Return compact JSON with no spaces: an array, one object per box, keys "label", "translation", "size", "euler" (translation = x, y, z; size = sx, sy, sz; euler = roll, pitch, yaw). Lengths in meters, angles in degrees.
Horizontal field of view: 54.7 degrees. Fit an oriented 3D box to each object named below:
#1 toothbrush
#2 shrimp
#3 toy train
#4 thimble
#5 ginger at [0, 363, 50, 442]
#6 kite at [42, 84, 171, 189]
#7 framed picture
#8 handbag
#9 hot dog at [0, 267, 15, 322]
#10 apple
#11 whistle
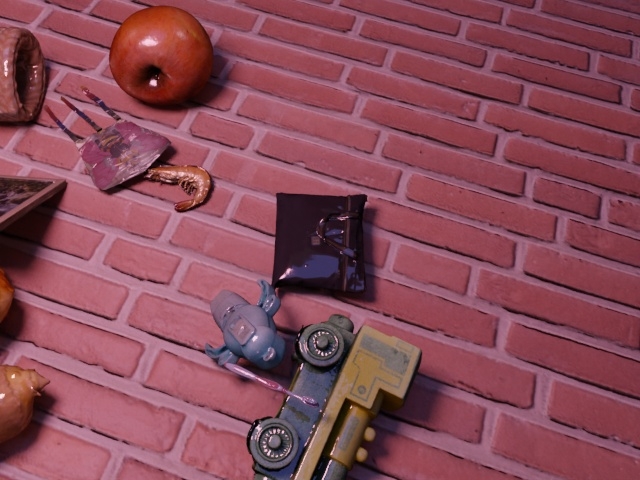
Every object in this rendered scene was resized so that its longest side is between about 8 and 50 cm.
[{"label":"toothbrush","translation":[-0.088,0.248,1.072],"size":[0.193,0.019,0.013],"euler":[18,61,23]},{"label":"shrimp","translation":[-0.344,-0.122,1.443],"size":[0.178,0.034,0.124],"euler":[1,65,-5]},{"label":"toy train","translation":[0.018,0.320,1.130],"size":[0.237,0.150,0.369],"euler":[25,62,5]},{"label":"thimble","translation":[-0.772,-0.402,1.500],"size":[0.148,0.196,0.229],"euler":[1,88,1]},{"label":"ginger","translation":[-0.626,0.304,1.105],"size":[0.267,0.152,0.138],"euler":[-5,30,-26]},{"label":"kite","translation":[-0.531,-0.264,1.513],"size":[0.204,0.022,0.360],"euler":[-38,63,-18]},{"label":"framed picture","translation":[-0.713,-0.087,1.298],"size":[0.240,0.020,0.324],"euler":[5,22,1]},{"label":"handbag","translation":[0.000,0.000,1.352],"size":[0.211,0.089,0.254],"euler":[-1,59,3]},{"label":"hot dog","translation":[-0.719,0.088,1.219],"size":[0.256,0.153,0.150],"euler":[39,75,1]},{"label":"apple","translation":[-0.393,-0.462,1.537],"size":[0.253,0.253,0.254],"euler":[1,59,-2]},{"label":"whistle","translation":[-0.148,0.165,1.187],"size":[0.186,0.093,0.274],"euler":[-51,33,-4]}]
